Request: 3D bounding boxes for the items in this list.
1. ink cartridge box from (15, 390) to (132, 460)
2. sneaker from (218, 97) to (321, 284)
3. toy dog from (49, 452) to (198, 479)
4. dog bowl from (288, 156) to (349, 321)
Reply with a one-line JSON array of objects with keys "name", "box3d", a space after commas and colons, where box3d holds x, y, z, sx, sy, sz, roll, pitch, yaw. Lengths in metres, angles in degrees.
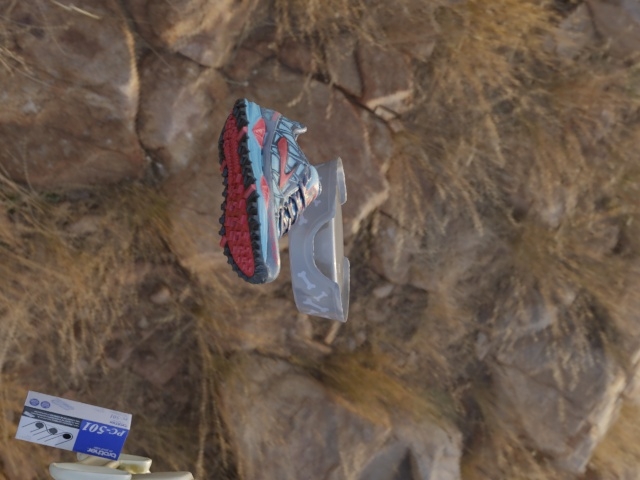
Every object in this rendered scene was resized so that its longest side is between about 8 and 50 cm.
[{"name": "ink cartridge box", "box3d": [-0.489, 0.369, 1.799, 0.207, 0.046, 0.097, 16, 122, -14]}, {"name": "sneaker", "box3d": [-0.051, -0.063, 1.102, 0.125, 0.262, 0.104, 11, 145, -22]}, {"name": "toy dog", "box3d": [-0.412, 0.672, 1.894, 0.395, 0.284, 0.408, 9, 85, -7]}, {"name": "dog bowl", "box3d": [0.000, 0.000, 1.919, 0.102, 0.349, 0.349, -2, 122, 6]}]
